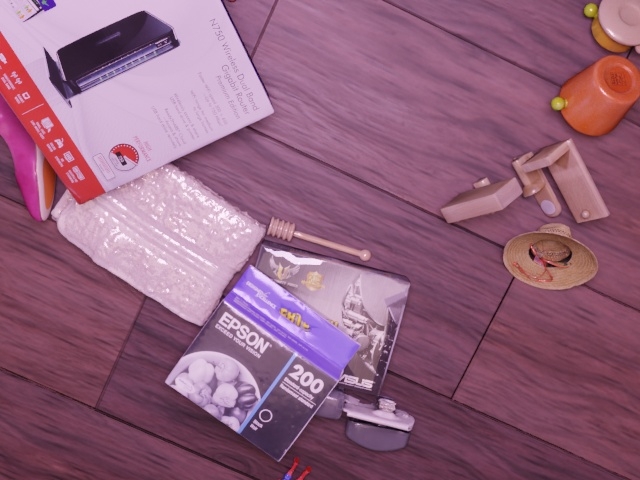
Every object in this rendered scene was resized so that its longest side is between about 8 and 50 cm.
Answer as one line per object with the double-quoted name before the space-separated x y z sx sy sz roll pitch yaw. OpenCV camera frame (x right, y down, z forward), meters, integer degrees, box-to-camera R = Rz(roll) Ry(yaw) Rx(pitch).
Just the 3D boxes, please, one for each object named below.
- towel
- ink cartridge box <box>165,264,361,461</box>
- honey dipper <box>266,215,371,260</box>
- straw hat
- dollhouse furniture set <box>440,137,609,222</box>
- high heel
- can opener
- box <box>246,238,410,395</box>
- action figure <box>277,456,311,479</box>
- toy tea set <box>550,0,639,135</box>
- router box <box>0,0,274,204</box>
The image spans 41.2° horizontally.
"towel" -0.240 -0.022 1.257 0.282 0.049 0.187 34 99 -6
"ink cartridge box" -0.081 0.178 1.229 0.206 0.045 0.208 35 94 -2
"honey dipper" 0.000 0.000 1.273 0.160 0.030 0.031 16 99 -5
"straw hat" 0.341 0.008 1.255 0.144 0.144 0.061 26 58 -5
"dollhouse furniture set" 0.290 -0.041 1.211 0.151 0.144 0.123 -36 101 -31
"high heel" -0.451 -0.145 1.216 0.117 0.082 0.244 -6 100 1
"can opener" 0.009 0.256 1.294 0.280 0.074 0.093 17 98 -3
"box" 0.001 0.116 1.279 0.230 0.056 0.183 15 100 -3
"action figure" -0.058 0.395 1.342 0.038 0.030 0.115 35 103 -1
"toy tea set" 0.493 -0.197 1.221 0.336 0.124 0.200 29 69 -2
"router box" -0.265 -0.254 1.090 0.301 0.082 0.336 -25 123 3
